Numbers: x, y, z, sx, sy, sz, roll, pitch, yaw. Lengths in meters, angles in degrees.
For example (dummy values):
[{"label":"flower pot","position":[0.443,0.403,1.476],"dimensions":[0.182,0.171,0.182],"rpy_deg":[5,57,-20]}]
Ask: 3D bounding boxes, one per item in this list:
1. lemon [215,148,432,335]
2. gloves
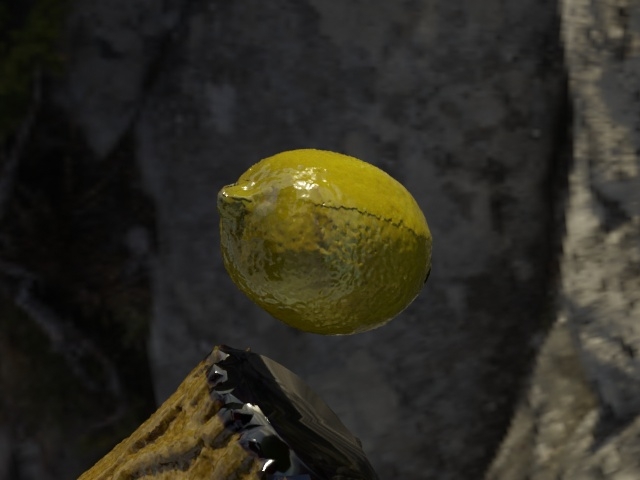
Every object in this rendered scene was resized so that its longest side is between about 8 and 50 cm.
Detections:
[{"label":"lemon","position":[0.000,0.000,0.848],"dimensions":[0.082,0.111,0.082],"rpy_deg":[-24,57,43]},{"label":"gloves","position":[-0.099,0.214,1.036],"dimensions":[0.203,0.155,0.356],"rpy_deg":[52,128,34]}]
